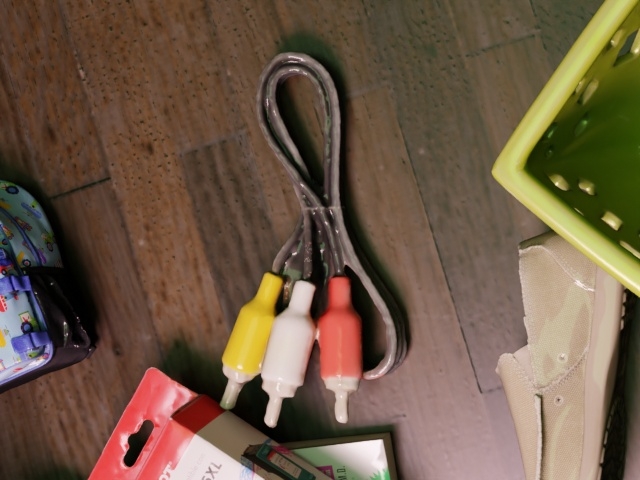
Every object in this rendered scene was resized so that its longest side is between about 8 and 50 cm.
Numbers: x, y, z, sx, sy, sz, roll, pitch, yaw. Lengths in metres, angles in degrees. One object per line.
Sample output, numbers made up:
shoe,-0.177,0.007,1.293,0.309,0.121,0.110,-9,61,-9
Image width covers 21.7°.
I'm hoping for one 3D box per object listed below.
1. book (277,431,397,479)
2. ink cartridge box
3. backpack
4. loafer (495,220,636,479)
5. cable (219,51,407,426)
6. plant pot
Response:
book,-0.008,0.207,1.319,0.144,0.035,0.096,-9,94,18
ink cartridge box,-0.077,0.215,1.283,0.231,0.078,0.134,32,106,9
backpack,-0.286,0.040,1.360,0.158,0.117,0.173,-22,83,18
loafer,0.174,0.114,1.217,0.092,0.102,0.268,7,87,20
cable,0.000,0.000,1.280,0.139,0.072,0.287,5,95,13
plant pot,0.281,-0.069,1.106,0.227,0.207,0.228,39,104,12
